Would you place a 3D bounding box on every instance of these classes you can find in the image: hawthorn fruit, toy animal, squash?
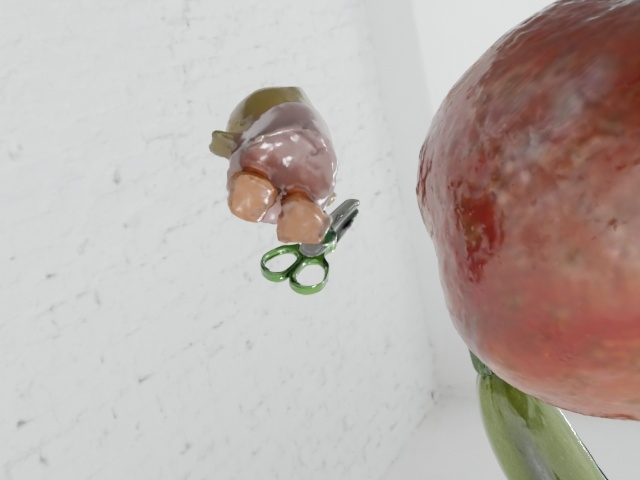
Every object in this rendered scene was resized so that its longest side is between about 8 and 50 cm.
[{"bbox_3d":[0.202,-0.024,0.444,0.284,0.284,0.284,-13,-164,4],"label":"hawthorn fruit"},{"bbox_3d":[-0.062,-0.126,0.973,0.169,0.195,0.281,-56,-157,15],"label":"toy animal"},{"bbox_3d":[0.241,0.240,0.737,0.094,0.341,0.094,-34,176,-3],"label":"squash"}]

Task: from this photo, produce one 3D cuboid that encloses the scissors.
[{"bbox_3d":[0.000,0.000,1.018,0.101,0.027,0.204,23,-133,21],"label":"scissors"}]
